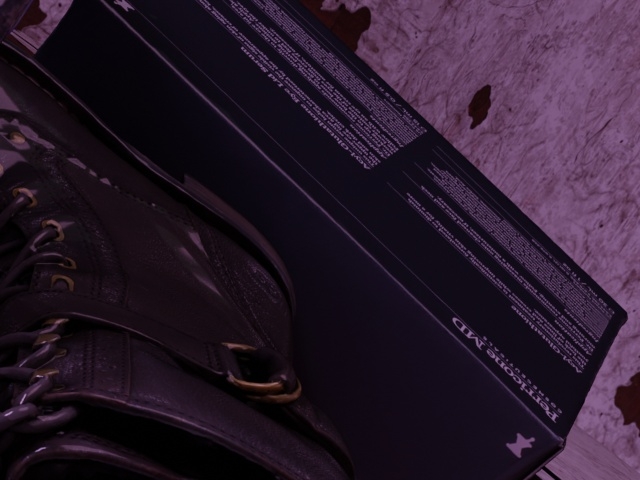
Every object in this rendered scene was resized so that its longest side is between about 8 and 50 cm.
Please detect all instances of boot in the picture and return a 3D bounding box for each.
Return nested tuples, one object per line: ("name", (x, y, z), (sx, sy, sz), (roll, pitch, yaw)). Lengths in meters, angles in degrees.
("boot", (-0.088, 0.016, 0.485), (0.263, 0.091, 0.229), (26, 13, -16))

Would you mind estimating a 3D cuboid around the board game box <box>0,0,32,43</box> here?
("board game box", (-0.199, -0.194, 0.426), (0.291, 0.141, 0.232), (33, 3, -30))

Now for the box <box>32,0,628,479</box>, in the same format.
("box", (0.000, 0.000, 0.707), (0.261, 0.103, 0.184), (44, 21, 5))
